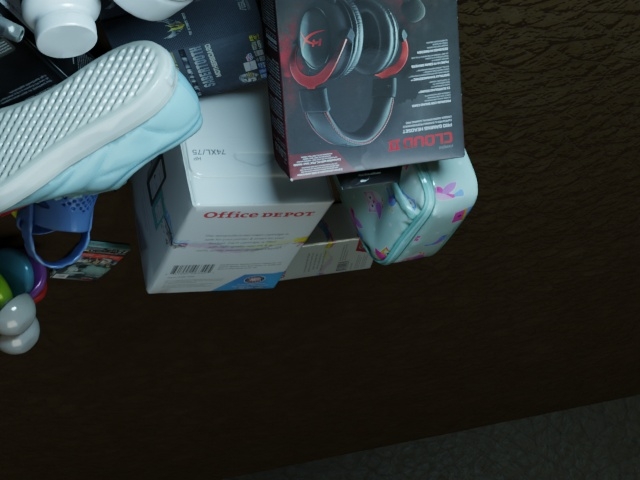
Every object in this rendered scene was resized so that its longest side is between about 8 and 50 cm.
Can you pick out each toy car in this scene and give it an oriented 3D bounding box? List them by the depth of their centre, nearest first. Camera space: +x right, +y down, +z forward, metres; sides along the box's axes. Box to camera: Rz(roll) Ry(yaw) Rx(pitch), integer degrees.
[{"bbox_3d":[-0.483,0.075,2.332,0.136,0.159,0.182,-42,165,-22],"label":"toy car"}]

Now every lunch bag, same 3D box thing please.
[{"bbox_3d":[0.093,-0.126,1.988,0.108,0.279,0.224,-14,159,-24],"label":"lunch bag"}]

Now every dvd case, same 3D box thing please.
[{"bbox_3d":[-0.371,0.034,2.424,0.087,0.013,0.119,6,149,-36],"label":"dvd case"}]

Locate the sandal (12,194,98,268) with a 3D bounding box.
[{"bbox_3d":[-0.338,-0.068,2.066,0.126,0.138,0.317,-2,152,-26],"label":"sandal"}]

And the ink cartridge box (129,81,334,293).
[{"bbox_3d":[-0.130,-0.072,2.082,0.198,0.197,0.270,-2,154,-22],"label":"ink cartridge box"}]

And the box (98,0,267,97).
[{"bbox_3d":[-0.158,-0.253,1.843,0.183,0.059,0.233,-12,156,2],"label":"box"}]

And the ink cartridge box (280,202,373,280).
[{"bbox_3d":[0.000,0.000,2.457,0.175,0.072,0.127,-7,156,-11],"label":"ink cartridge box"}]

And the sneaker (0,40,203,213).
[{"bbox_3d":[-0.299,-0.086,1.742,0.366,0.135,0.150,-23,140,15],"label":"sneaker"}]

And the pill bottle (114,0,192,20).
[{"bbox_3d":[-0.103,-0.350,1.532,0.283,0.160,0.160,-30,151,34],"label":"pill bottle"}]

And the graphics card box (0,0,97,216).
[{"bbox_3d":[-0.398,-0.181,1.781,0.232,0.094,0.371,-21,146,19],"label":"graphics card box"}]

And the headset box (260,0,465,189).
[{"bbox_3d":[0.049,-0.206,1.776,0.218,0.293,0.110,-8,-161,-10],"label":"headset box"}]

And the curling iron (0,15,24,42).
[{"bbox_3d":[-0.440,-0.254,1.582,0.274,0.035,0.068,15,110,3],"label":"curling iron"}]

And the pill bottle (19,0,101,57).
[{"bbox_3d":[-0.282,-0.276,1.616,0.086,0.152,0.086,-10,156,-5],"label":"pill bottle"}]
